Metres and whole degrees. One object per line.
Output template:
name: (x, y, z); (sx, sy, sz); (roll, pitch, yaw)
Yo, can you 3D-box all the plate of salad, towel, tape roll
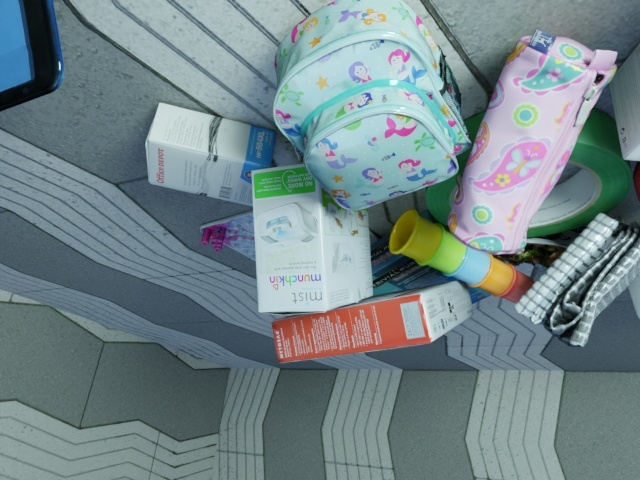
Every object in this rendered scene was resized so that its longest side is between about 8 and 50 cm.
plate of salad: (0.432, 0.030, 1.018); (0.199, 0.048, 0.200); (6, 171, 1)
towel: (0.498, 0.085, 0.892); (0.121, 0.235, 0.283); (43, -170, 28)
tape roll: (0.345, -0.105, 0.826); (0.320, 0.077, 0.321); (6, 155, 3)

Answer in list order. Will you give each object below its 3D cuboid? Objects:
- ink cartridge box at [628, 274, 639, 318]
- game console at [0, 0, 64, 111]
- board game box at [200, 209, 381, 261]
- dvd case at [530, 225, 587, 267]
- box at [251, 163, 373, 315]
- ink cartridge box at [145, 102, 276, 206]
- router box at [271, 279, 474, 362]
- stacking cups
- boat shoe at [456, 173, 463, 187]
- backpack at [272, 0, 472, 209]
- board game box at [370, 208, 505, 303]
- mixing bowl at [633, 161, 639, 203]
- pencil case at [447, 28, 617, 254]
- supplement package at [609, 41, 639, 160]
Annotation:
ink cartridge box: (0.798, 0.015, 0.846); (0.285, 0.167, 0.395); (2, 155, -4)
game console: (-0.452, -0.280, 0.524); (0.292, 0.174, 0.250); (-7, 152, 26)
board game box: (-0.045, 0.028, 1.232); (0.389, 0.051, 0.390); (-12, 150, 34)
dvd case: (0.525, 0.011, 1.088); (0.238, 0.030, 0.179); (13, 154, -16)
box: (0.000, 0.000, 0.849); (0.126, 0.231, 0.262); (-4, 179, 22)
ink cartridge box: (-0.194, -0.146, 0.850); (0.203, 0.086, 0.148); (12, 154, -13)
router box: (0.120, 0.154, 0.963); (0.300, 0.082, 0.335); (-15, 173, 28)
stacking cups: (0.294, 0.038, 0.962); (0.316, 0.096, 0.096); (22, 151, -17)
boat shoe: (0.272, -0.071, 0.770); (0.049, 0.056, 0.152); (-29, 142, 34)
backpack: (0.060, -0.173, 0.629); (0.225, 0.191, 0.253); (-18, 139, 26)
board game box: (0.265, 0.080, 1.166); (0.336, 0.079, 0.253); (27, 132, -37)
mixing bowl: (0.547, -0.107, 0.713); (0.181, 0.098, 0.182); (-14, 142, -12)
pencil case: (0.264, -0.117, 0.625); (0.124, 0.124, 0.284); (9, 124, -7)
supplement package: (0.456, -0.203, 0.518); (0.138, 0.134, 0.244); (6, 155, 0)
